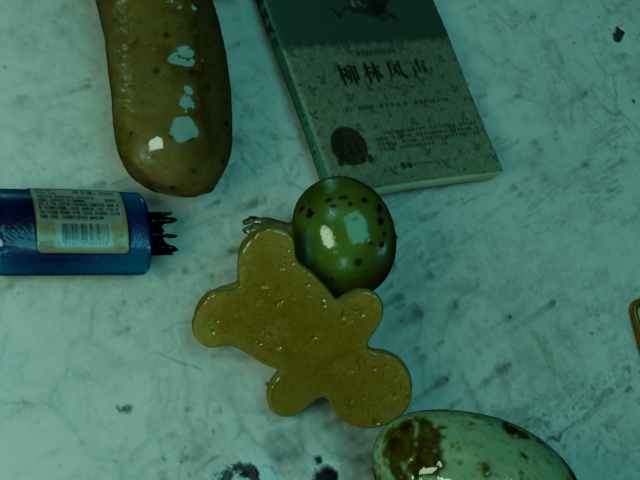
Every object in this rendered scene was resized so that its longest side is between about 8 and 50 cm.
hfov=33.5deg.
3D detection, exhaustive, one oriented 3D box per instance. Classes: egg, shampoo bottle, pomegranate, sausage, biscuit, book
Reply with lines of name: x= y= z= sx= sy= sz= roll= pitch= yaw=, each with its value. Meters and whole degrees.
egg: x=0.155 y=0.255 z=1.055 sx=0.231 sy=0.169 sz=0.169 roll=33 pitch=56 yaw=-2
shampoo bottle: x=-0.226 y=-0.008 z=1.027 sx=0.183 sy=0.050 sz=0.087 roll=1 pitch=66 yaw=-29
pomegranate: x=0.002 y=0.006 z=1.118 sx=0.159 sy=0.129 sz=0.129 roll=-20 pitch=75 yaw=9
sausage: x=-0.188 y=-0.276 z=1.130 sx=0.136 sy=0.123 sz=0.501 roll=-15 pitch=74 yaw=-4
biscuit: x=-0.008 y=0.100 z=1.065 sx=0.240 sy=0.035 sz=0.158 roll=41 pitch=98 yaw=-14
book: x=0.056 y=-0.234 z=1.303 sx=0.264 sy=0.031 sz=0.379 roll=-11 pitch=74 yaw=-34

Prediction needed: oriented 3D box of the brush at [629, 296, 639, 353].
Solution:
brush: x=0.432 y=0.218 z=1.325 sx=0.090 sy=0.017 sz=0.314 roll=6 pitch=65 yaw=-28
